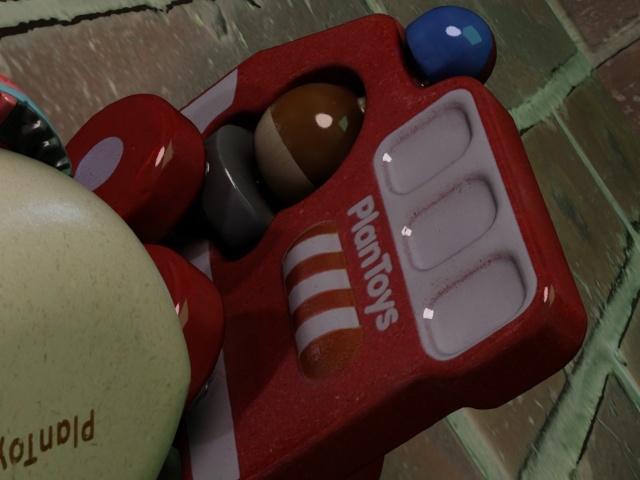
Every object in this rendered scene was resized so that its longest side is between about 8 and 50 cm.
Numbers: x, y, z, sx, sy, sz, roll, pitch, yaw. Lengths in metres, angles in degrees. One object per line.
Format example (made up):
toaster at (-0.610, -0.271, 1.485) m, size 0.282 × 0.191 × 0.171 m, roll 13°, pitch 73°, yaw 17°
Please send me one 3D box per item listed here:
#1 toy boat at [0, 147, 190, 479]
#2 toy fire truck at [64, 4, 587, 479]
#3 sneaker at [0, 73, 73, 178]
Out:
toy boat at (-0.151, -0.006, 0.574) m, size 0.267 × 0.148 × 0.318 m, roll -2°, pitch 97°, yaw -65°
toy fire truck at (0.000, 0.000, 0.819) m, size 0.169 × 0.254 × 0.302 m, roll 41°, pitch 26°, yaw -37°
sneaker at (-0.211, -0.092, 0.699) m, size 0.262 × 0.104 × 0.125 m, roll 37°, pitch 26°, yaw -42°
